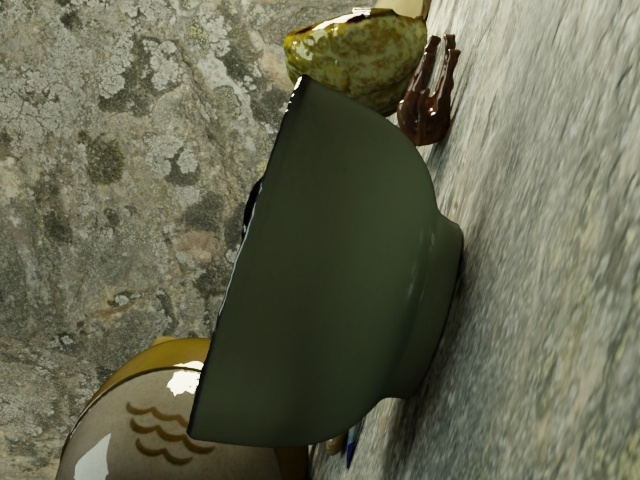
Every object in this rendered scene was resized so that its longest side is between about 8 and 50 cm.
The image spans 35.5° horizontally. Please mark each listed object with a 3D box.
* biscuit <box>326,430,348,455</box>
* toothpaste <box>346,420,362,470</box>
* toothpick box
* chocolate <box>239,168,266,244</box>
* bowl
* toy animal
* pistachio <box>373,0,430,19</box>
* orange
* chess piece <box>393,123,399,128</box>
[{"bbox_3d":[0.042,0.184,1.351,0.220,0.033,0.220,-164,90,-90],"label":"biscuit"},{"bbox_3d":[0.040,0.238,1.215,0.024,0.015,0.083,-88,9,-79],"label":"toothpaste"},{"bbox_3d":[-0.219,0.381,1.699,0.425,0.409,0.409,-66,-4,-46],"label":"toothpick box"},{"bbox_3d":[0.000,0.000,1.622,0.210,0.225,0.340,85,-161,-58],"label":"chocolate"},{"bbox_3d":[0.017,0.039,0.934,0.354,0.185,0.354,-163,90,-88],"label":"bowl"},{"bbox_3d":[0.133,-0.166,1.332,0.224,0.066,0.229,-76,-2,-62],"label":"toy animal"},{"bbox_3d":[0.187,-0.516,2.300,0.136,0.136,0.226,109,-175,-54],"label":"pistachio"},{"bbox_3d":[0.065,-0.325,1.879,0.368,0.271,0.210,-91,1,-78],"label":"orange"},{"bbox_3d":[0.127,-0.178,1.785,0.103,0.067,0.067,-148,74,-78],"label":"chess piece"}]
